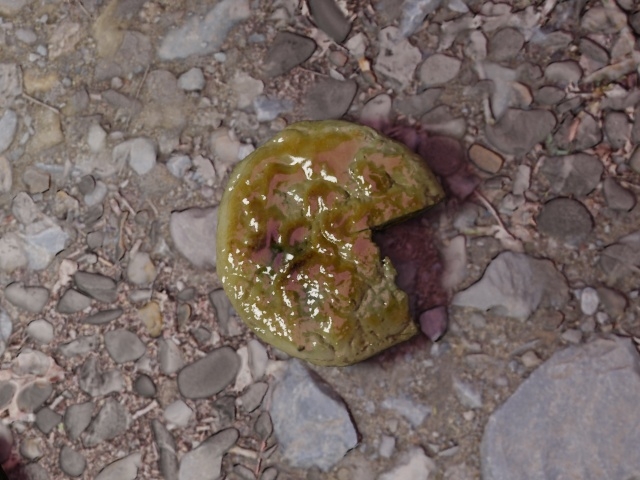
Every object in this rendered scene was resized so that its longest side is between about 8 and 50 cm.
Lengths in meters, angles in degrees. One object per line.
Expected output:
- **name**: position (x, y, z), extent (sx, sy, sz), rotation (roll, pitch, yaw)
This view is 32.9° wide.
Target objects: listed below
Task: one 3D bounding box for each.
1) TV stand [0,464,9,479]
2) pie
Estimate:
- **TV stand**: position (-0.448, 0.394, 1.461), extent (0.088, 0.083, 0.269), rotation (-34, 74, 4)
- **pie**: position (0.000, 0.000, 1.418), extent (0.338, 0.075, 0.337), rotation (-2, 81, 14)
